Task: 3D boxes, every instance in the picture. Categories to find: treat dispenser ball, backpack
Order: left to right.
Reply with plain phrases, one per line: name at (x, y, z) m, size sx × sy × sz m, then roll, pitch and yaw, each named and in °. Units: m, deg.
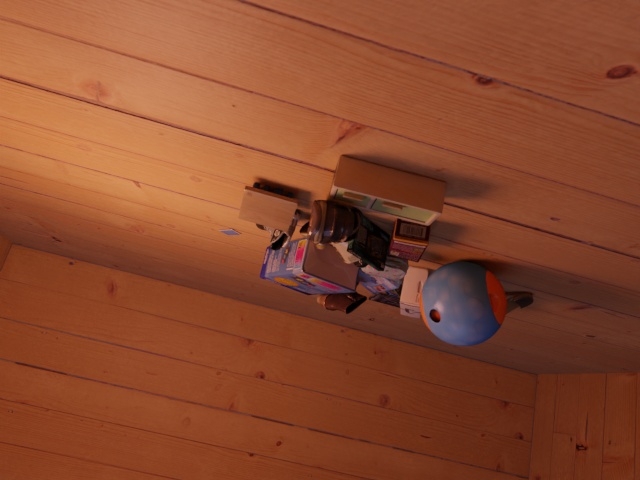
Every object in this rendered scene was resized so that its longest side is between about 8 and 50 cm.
backpack at (0.218, 0.066, 1.726) m, size 0.182 × 0.115 × 0.152 m, roll 15°, pitch 160°, yaw -14°
treat dispenser ball at (0.485, 0.215, 1.701) m, size 0.288 × 0.288 × 0.288 m, roll 12°, pitch 162°, yaw 4°

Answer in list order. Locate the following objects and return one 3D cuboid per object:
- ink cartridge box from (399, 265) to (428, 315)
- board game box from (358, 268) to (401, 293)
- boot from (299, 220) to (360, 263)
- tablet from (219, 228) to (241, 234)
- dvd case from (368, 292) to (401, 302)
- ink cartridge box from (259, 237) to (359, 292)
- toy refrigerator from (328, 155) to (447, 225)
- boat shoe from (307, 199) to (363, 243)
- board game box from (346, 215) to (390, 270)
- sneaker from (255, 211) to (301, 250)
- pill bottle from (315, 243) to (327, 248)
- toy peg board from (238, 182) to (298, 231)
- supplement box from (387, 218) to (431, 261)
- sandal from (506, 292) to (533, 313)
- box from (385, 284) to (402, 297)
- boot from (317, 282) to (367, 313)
ink cartridge box at (0.373, 0.209, 1.979) m, size 0.092 × 0.158 × 0.218 m, roll 10°, pitch 162°, yaw 12°
board game box at (0.212, 0.147, 2.020) m, size 0.160 × 0.039 × 0.211 m, roll 39°, pitch 156°, yaw -10°
boot at (0.048, 0.003, 1.635) m, size 0.213 × 0.077 × 0.165 m, roll -4°, pitch 134°, yaw 34°
tablet at (-0.367, -0.034, 2.015) m, size 0.083 × 0.006 × 0.054 m, roll -1°, pitch 158°, yaw 40°
dvd case at (0.370, 0.306, 2.519) m, size 0.221 × 0.018 × 0.164 m, roll 16°, pitch 161°, yaw -5°
ink cartridge box at (-0.063, 0.118, 2.039) m, size 0.270 × 0.151 × 0.395 m, roll 24°, pitch 161°, yaw -30°
toy refrigerator at (0.162, -0.117, 1.231) m, size 0.269 × 0.094 × 0.102 m, roll 15°, pitch 163°, yaw -3°
boat shoe at (0.045, -0.040, 1.371) m, size 0.130 × 0.132 × 0.355 m, roll 11°, pitch -173°, yaw 4°
board game box at (0.155, 0.008, 1.570) m, size 0.026 × 0.126 × 0.186 m, roll -2°, pitch 156°, yaw 39°
sneaker at (-0.163, -0.028, 1.675) m, size 0.086 × 0.132 × 0.229 m, roll 25°, pitch 159°, yaw -32°
pill bottle at (0.000, 0.000, 1.793) m, size 0.043 × 0.043 × 0.083 m, roll 10°, pitch 162°, yaw 10°
toy peg board at (-0.156, -0.119, 1.518) m, size 0.161 × 0.079 × 0.160 m, roll 15°, pitch 147°, yaw -8°
supplement box at (0.270, -0.004, 1.524) m, size 0.104 × 0.080 × 0.188 m, roll 11°, pitch 162°, yaw 5°
sandal at (0.727, 0.245, 1.989) m, size 0.240 × 0.079 × 0.088 m, roll -27°, pitch 125°, yaw 31°
box at (0.310, 0.199, 2.169) m, size 0.059 × 0.054 × 0.169 m, roll 6°, pitch 160°, yaw 23°
boot at (0.129, 0.229, 2.101) m, size 0.207 × 0.248 × 0.090 m, roll 10°, pitch 123°, yaw 51°
